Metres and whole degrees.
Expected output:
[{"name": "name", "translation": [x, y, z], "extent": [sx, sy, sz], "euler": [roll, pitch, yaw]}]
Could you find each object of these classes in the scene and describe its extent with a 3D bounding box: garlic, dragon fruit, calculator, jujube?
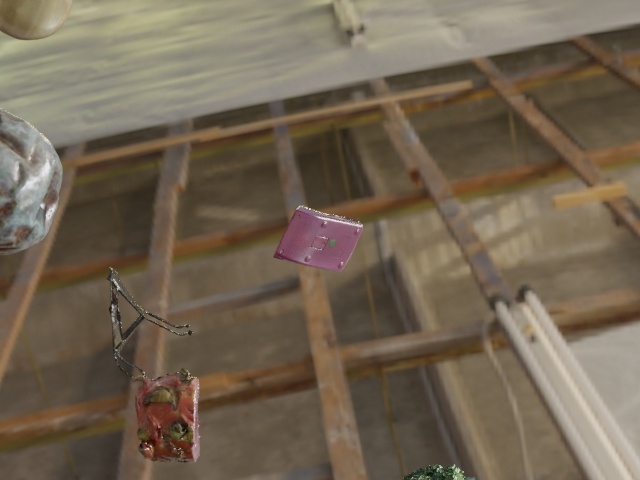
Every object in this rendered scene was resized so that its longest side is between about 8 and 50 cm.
[{"name": "garlic", "translation": [-0.552, -0.465, 2.244], "extent": [0.146, 0.245, 0.164], "euler": [15, -129, -25]}, {"name": "dragon fruit", "translation": [-0.231, 0.272, 1.763], "extent": [0.102, 0.147, 0.096], "euler": [-9, -176, 9]}, {"name": "calculator", "translation": [0.000, 0.000, 2.493], "extent": [0.191, 0.126, 0.034], "euler": [14, -162, -37]}, {"name": "jujube", "translation": [-0.536, -0.113, 1.743], "extent": [0.317, 0.226, 0.226], "euler": [25, -159, -5]}]

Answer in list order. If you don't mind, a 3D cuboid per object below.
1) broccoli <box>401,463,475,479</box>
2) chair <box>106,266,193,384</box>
[{"name": "broccoli", "translation": [0.174, 0.424, 1.760], "extent": [0.156, 0.195, 0.195], "euler": [27, -142, 29]}, {"name": "chair", "translation": [-0.372, 0.164, 2.318], "extent": [0.149, 0.213, 0.174], "euler": [-47, -171, -3]}]
